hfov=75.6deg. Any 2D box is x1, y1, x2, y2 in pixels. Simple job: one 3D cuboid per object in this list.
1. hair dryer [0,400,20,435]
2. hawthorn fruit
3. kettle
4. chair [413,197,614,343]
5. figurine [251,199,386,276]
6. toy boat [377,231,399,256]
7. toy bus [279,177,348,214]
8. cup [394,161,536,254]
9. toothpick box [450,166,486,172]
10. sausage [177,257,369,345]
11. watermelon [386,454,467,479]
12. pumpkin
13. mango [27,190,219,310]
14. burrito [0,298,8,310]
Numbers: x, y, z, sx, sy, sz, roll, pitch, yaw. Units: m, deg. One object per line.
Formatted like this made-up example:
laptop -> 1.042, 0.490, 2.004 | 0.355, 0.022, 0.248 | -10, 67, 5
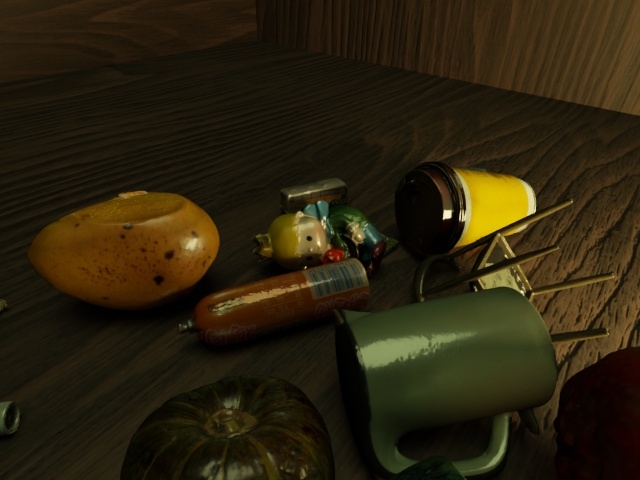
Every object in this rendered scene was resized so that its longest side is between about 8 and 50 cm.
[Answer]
hair dryer -> -0.460, 0.279, 0.468 | 0.154, 0.044, 0.183 | -6, 41, -9
hawthorn fruit -> 0.398, 0.223, 0.399 | 0.300, 0.254, 0.254 | -5, 34, 10
kettle -> 0.156, 0.185, 0.541 | 0.255, 0.165, 0.240 | -7, 65, -11
chair -> 0.315, 0.075, 0.705 | 0.272, 0.166, 0.188 | -25, 11, 46
figurine -> -0.002, 0.013, 0.808 | 0.234, 0.127, 0.185 | -13, 53, -36
toy boat -> 0.111, -0.004, 0.913 | 0.115, 0.016, 0.063 | 29, 44, 32
toy bus -> -0.014, -0.105, 1.003 | 0.172, 0.072, 0.057 | -15, 35, -24
cup -> 0.311, -0.071, 0.889 | 0.279, 0.196, 0.196 | -4, 35, -24
toothpick box -> 0.328, -0.139, 1.045 | 0.153, 0.101, 0.101 | 5, 35, 7
sausage -> -0.075, 0.106, 0.685 | 0.312, 0.093, 0.093 | -13, 38, -20
watermelon -> 0.121, 0.303, 0.311 | 0.292, 0.283, 0.250 | 24, 60, -10
pumpkin -> -0.084, 0.248, 0.439 | 0.219, 0.162, 0.219 | 2, 10, 0
mango -> -0.319, 0.026, 0.697 | 0.290, 0.191, 0.160 | -5, 29, -17
burrito -> -0.577, 0.139, 0.651 | 0.055, 0.041, 0.149 | 19, 33, 1
